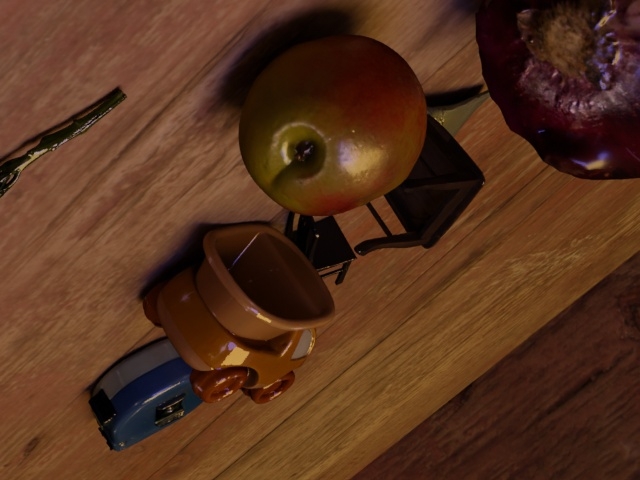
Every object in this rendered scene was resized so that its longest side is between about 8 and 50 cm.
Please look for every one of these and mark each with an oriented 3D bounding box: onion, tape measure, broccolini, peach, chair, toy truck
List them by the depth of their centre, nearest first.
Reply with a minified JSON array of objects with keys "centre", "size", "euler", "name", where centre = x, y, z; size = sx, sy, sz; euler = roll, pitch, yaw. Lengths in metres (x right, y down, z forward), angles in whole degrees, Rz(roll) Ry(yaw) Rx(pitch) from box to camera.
[{"centre":[-0.308,-0.104,1.569],"size":[0.218,0.042,0.044],"euler":[-39,159,-3],"name":"broccolini"},{"centre":[0.015,-0.137,1.708],"size":[0.231,0.231,0.231],"euler":[-29,160,-12],"name":"peach"},{"centre":[0.415,-0.284,1.826],"size":[0.398,0.398,0.420],"euler":[-47,-178,34],"name":"onion"},{"centre":[0.151,-0.102,2.049],"size":[0.319,0.186,0.160],"euler":[-9,144,-44],"name":"chair"},{"centre":[-0.117,0.109,2.091],"size":[0.211,0.204,0.288],"euler":[-44,155,23],"name":"toy truck"},{"centre":[0.000,0.000,2.198],"size":[0.101,0.084,0.212],"euler":[-20,156,-25],"name":"chair"},{"centre":[-0.214,0.220,2.370],"size":[0.351,0.098,0.215],"euler":[-30,161,-17],"name":"tape measure"}]
